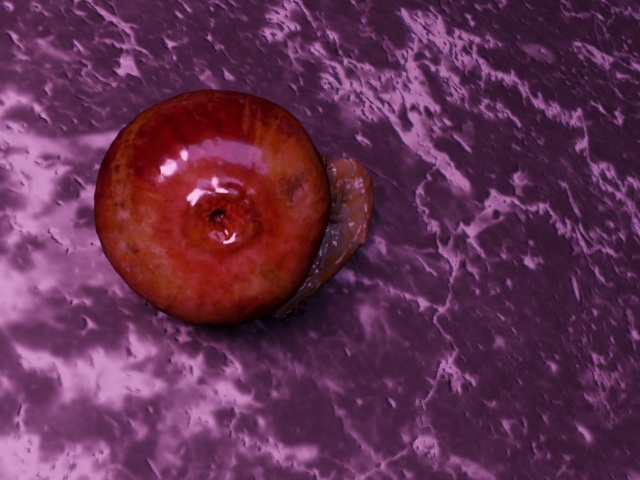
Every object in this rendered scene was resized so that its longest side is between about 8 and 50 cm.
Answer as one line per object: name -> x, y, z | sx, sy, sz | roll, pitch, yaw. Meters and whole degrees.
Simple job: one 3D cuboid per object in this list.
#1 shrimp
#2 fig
shrimp -> 0.000, 0.000, 0.982 | 0.041, 0.099, 0.180 | 17, 57, 29
fig -> -0.084, -0.030, 0.893 | 0.205, 0.205, 0.205 | 13, 59, -23
